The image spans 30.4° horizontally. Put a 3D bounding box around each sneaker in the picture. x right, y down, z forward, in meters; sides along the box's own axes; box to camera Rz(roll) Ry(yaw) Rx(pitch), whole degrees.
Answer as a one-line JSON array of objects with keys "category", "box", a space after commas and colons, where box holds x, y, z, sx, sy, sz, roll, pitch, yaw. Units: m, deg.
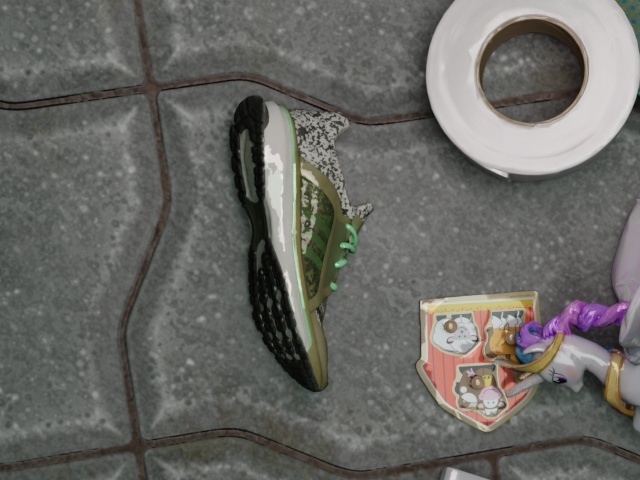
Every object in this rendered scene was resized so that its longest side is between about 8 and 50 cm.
[{"category": "sneaker", "box": [0.000, 0.000, 1.600, 0.182, 0.158, 0.410, -9, 95, -22]}]

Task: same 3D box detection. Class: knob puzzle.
[{"category": "knob puzzle", "box": [0.231, 0.174, 1.659, 0.213, 0.030, 0.213, 0, 89, -5]}]

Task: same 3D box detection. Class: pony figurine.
[{"category": "pony figurine", "box": [0.455, 0.126, 1.561, 0.363, 0.303, 0.351, 26, 109, 5]}]

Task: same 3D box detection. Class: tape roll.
[{"category": "tape roll", "box": [0.287, -0.222, 1.602, 0.286, 0.100, 0.286, 0, 88, 10]}]

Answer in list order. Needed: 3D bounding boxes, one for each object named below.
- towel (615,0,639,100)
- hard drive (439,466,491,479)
[{"category": "towel", "box": [0.558, -0.338, 1.646, 0.370, 0.040, 0.271, -46, 76, -1]}, {"category": "hard drive", "box": [0.227, 0.488, 1.603, 0.203, 0.040, 0.307, 18, 71, -4]}]
